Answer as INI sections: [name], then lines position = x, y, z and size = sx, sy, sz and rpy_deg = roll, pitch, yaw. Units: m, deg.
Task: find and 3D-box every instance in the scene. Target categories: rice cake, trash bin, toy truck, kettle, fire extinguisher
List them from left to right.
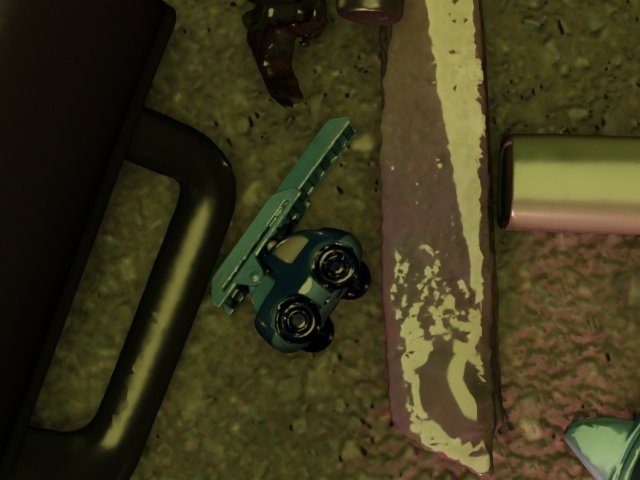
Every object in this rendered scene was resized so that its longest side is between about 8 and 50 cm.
[kettle]
position = -0.208, -0.015, 1.080
size = 0.203, 0.262, 0.308
rpy_deg = 19, 95, 35
[fire extinguisher]
position = -0.028, -0.200, 1.093
size = 0.075, 0.106, 0.252
rpy_deg = 3, 90, 1
[toy truck]
position = 0.000, 0.000, 1.122
size = 0.074, 0.063, 0.136
rpy_deg = 35, 85, 15
[rice cake]
position = 0.066, -0.064, 1.116
size = 0.070, 0.064, 0.399
rpy_deg = -2, 90, 10
[trash bin]
position = 0.170, -0.031, 1.088
size = 0.130, 0.116, 0.059
rpy_deg = 2, 89, 1

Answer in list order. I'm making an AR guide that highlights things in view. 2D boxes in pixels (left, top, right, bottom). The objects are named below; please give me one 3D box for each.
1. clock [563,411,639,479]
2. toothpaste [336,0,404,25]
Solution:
[clock]
position = 0.274, 0.172, 1.101
size = 0.274, 0.094, 0.223
rpy_deg = 44, 90, -1
[toothpaste]
position = 0.036, -0.241, 1.071
size = 0.062, 0.039, 0.239
rpy_deg = 1, 83, 23
